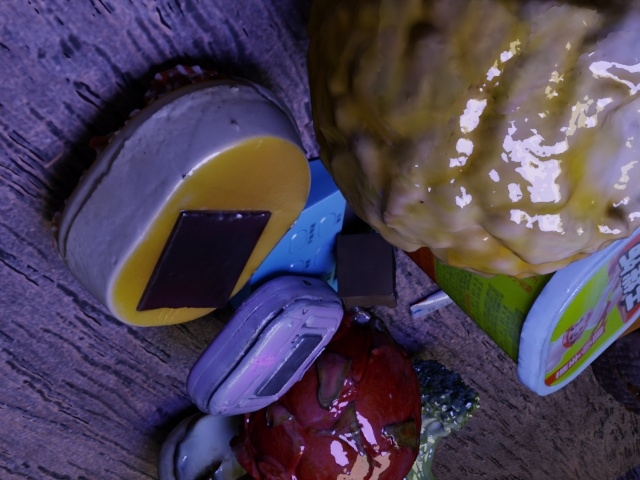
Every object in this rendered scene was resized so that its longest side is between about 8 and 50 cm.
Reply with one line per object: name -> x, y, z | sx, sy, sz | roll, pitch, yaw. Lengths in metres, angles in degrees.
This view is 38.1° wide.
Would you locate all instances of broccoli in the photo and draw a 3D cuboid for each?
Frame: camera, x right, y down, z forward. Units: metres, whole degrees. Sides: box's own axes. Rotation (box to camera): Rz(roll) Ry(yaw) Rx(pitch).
broccoli -> 0.171, 0.378, 1.569 | 0.275, 0.397, 0.353 | -33, 151, -47

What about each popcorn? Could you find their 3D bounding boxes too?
popcorn -> 0.149, -0.162, 0.822 | 0.354, 0.390, 0.344 | -47, 171, -13

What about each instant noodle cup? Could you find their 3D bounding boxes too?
instant noodle cup -> 0.237, -0.020, 1.128 | 0.294, 0.308, 0.294 | -32, 146, -25

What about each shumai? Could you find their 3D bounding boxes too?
shumai -> 0.687, 0.191, 1.834 | 0.283, 0.217, 0.346 | -30, 175, -14

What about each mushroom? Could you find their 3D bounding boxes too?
mushroom -> -0.163, 0.367, 1.470 | 0.164, 0.190, 0.267 | -30, 165, 39

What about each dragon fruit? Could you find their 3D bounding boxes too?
dragon fruit -> 0.015, 0.265, 1.363 | 0.343, 0.277, 0.277 | -53, 144, 1

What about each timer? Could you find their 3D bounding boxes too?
timer -> -0.066, 0.137, 1.177 | 0.208, 0.069, 0.190 | -54, 154, 15
timer -> 0.000, 0.000, 1.204 | 0.249, 0.091, 0.232 | -21, 144, -21

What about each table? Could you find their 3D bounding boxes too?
table -> 0.061, 0.045, 1.188 | 0.070, 0.083, 0.082 | -4, 157, 8

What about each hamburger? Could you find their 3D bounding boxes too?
hamburger -> -0.143, -0.043, 0.981 | 0.227, 0.151, 0.295 | 19, 116, -47

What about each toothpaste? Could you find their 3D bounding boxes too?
toothpaste -> 0.236, 0.079, 1.539 | 0.190, 0.031, 0.048 | -26, 149, -2

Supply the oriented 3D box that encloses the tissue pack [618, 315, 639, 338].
tissue pack -> 0.595, 0.044, 1.673 | 0.274, 0.145, 0.194 | -26, 148, -6
